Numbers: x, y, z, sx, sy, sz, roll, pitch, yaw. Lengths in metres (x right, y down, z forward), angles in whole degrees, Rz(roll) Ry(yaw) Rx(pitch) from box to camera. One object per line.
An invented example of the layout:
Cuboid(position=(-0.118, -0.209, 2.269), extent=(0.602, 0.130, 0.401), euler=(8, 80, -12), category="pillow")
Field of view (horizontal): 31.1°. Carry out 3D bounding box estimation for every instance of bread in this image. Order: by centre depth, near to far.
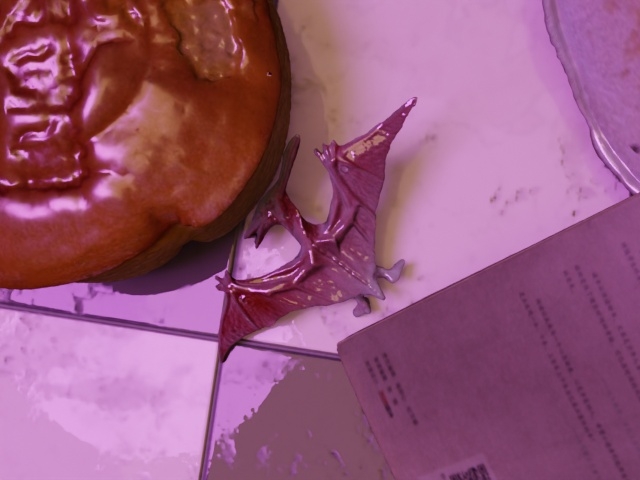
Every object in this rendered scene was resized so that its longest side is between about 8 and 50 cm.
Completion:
Cuboid(position=(-0.148, -0.099, 0.702), extent=(0.269, 0.148, 0.270), euler=(-1, 83, 7), category="bread")

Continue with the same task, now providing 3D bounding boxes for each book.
Cuboid(position=(0.153, 0.100, 0.648), extent=(0.282, 0.025, 0.215), euler=(-27, 83, 35), category="book")

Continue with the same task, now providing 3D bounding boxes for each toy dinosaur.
Cuboid(position=(0.000, 0.001, 0.714), extent=(0.108, 0.032, 0.220), euler=(35, 109, -10), category="toy dinosaur")

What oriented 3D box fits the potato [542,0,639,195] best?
Cuboid(position=(0.277, -0.124, 0.624), extent=(0.196, 0.246, 0.300), euler=(-31, 72, -25), category="potato")
